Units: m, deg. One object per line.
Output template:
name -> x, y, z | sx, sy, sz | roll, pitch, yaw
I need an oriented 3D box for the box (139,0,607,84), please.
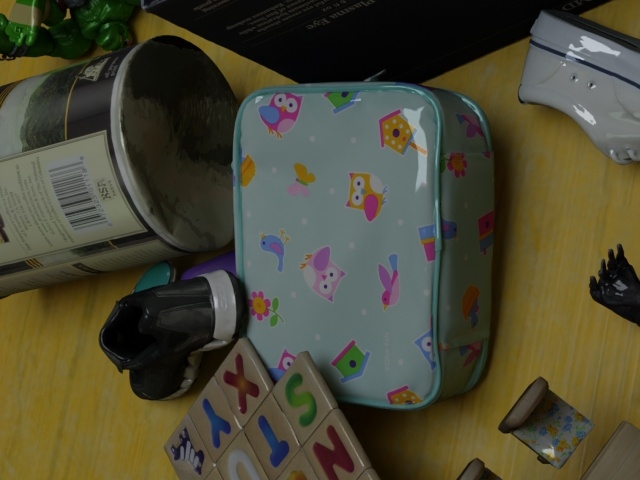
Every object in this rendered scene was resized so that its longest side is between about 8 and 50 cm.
box -> 0.067, -0.279, 1.359 | 0.343, 0.312, 0.179 | -21, 67, 27

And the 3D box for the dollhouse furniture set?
dollhouse furniture set -> 0.176, 0.242, 1.173 | 0.212, 0.161, 0.242 | 37, 82, 7

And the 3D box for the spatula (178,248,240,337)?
spatula -> 0.000, 0.000, 1.506 | 0.296, 0.030, 0.084 | -31, 64, 23

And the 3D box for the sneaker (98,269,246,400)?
sneaker -> -0.152, 0.087, 1.485 | 0.234, 0.106, 0.078 | 134, 127, -59

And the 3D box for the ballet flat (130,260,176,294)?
ballet flat -> -0.164, 0.062, 1.591 | 0.114, 0.041, 0.041 | -50, 57, 24

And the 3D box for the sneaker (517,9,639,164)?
sneaker -> 0.268, -0.101, 1.332 | 0.258, 0.094, 0.091 | 32, 115, 39

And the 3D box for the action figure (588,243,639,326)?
action figure -> 0.320, 0.073, 1.215 | 0.164, 0.141, 0.276 | -50, 55, 0

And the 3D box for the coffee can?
coffee can -> -0.231, -0.062, 1.569 | 0.275, 0.201, 0.201 | -12, 72, 30

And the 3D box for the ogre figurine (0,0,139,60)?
ogre figurine -> -0.235, -0.239, 1.665 | 0.097, 0.118, 0.197 | 44, 105, 28

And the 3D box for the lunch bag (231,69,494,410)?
lunch bag -> 0.030, -0.004, 1.410 | 0.224, 0.108, 0.279 | 3, 95, 34

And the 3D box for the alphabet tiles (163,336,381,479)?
alphabet tiles -> -0.025, 0.266, 1.395 | 0.342, 0.011, 0.285 | 60, 135, 26
